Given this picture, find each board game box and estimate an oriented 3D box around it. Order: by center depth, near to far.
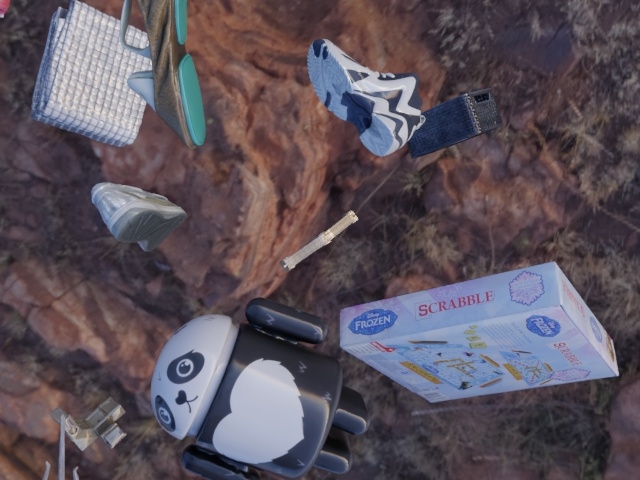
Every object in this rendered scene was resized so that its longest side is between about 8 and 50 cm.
[{"bbox_3d":[0.243,0.153,1.118,0.318,0.066,0.319,-15,148,27],"label":"board game box"}]

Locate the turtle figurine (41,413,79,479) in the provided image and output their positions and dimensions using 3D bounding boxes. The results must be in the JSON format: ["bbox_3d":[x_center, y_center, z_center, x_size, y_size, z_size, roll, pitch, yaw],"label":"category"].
[{"bbox_3d":[-0.239,0.176,0.512,0.118,0.234,0.175,-34,128,-8],"label":"turtle figurine"}]

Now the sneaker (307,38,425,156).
[{"bbox_3d":[0.092,-0.267,1.305,0.235,0.153,0.094,47,139,13],"label":"sneaker"}]

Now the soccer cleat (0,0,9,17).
[{"bbox_3d":[-0.729,-0.501,1.470,0.248,0.083,0.095,10,93,4],"label":"soccer cleat"}]

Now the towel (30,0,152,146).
[{"bbox_3d":[-0.525,-0.380,1.737,0.235,0.283,0.121,17,166,-37],"label":"towel"}]

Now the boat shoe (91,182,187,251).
[{"bbox_3d":[-0.360,-0.053,1.505,0.118,0.320,0.103,-44,83,4],"label":"boat shoe"}]

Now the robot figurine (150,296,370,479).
[{"bbox_3d":[-0.078,0.204,0.964,0.278,0.209,0.173,23,148,-7],"label":"robot figurine"}]

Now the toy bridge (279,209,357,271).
[{"bbox_3d":[0.000,0.000,1.482,0.026,0.188,0.063,54,159,-2],"label":"toy bridge"}]

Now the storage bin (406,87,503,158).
[{"bbox_3d":[0.271,-0.241,1.553,0.180,0.122,0.084,-17,93,45],"label":"storage bin"}]

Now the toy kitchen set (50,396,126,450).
[{"bbox_3d":[-0.336,0.266,1.115,0.068,0.083,0.075,25,147,38],"label":"toy kitchen set"}]

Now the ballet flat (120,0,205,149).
[{"bbox_3d":[-0.281,-0.324,1.299,0.124,0.116,0.342,-1,119,6],"label":"ballet flat"}]
